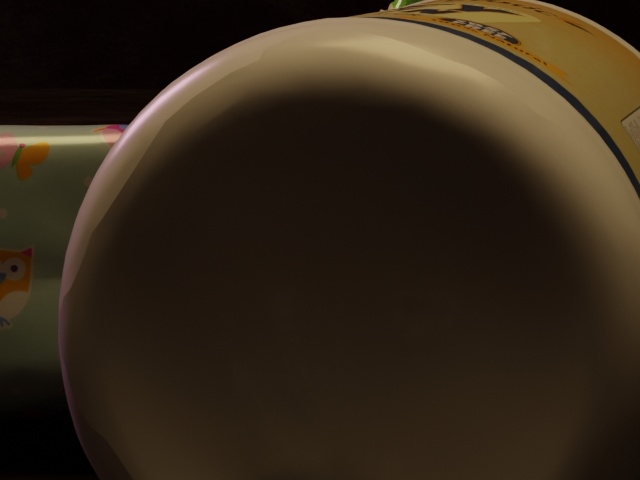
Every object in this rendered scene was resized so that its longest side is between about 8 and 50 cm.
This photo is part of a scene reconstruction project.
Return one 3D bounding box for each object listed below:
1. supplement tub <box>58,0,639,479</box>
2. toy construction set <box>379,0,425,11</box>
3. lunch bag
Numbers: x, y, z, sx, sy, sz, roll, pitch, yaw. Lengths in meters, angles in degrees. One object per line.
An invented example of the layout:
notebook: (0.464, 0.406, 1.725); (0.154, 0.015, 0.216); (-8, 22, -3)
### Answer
supplement tub: (0.050, 0.013, 0.832); (0.228, 0.228, 0.316); (5, 10, 16)
toy construction set: (0.167, -0.120, 1.734); (0.327, 0.151, 0.215); (24, 22, -28)
lunch bag: (-0.179, 0.016, 1.050); (0.223, 0.160, 0.262); (-1, -3, -2)
